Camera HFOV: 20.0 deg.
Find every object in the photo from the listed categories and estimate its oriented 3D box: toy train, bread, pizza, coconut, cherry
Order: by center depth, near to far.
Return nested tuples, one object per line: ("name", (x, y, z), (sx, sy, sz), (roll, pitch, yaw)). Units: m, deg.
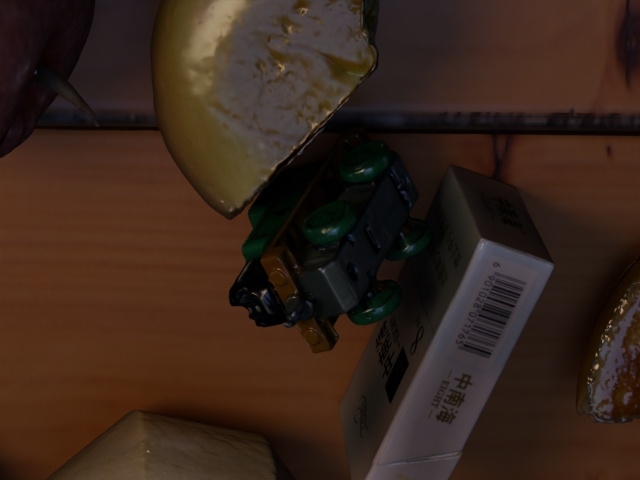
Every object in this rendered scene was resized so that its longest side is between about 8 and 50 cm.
("cherry", (-0.267, -0.154, 1.261), (0.285, 0.236, 0.212), (28, 104, 13))
("bread", (-0.038, -0.159, 1.336), (0.156, 0.158, 0.260), (41, 105, -9))
("toy train", (0.000, 0.000, 1.382), (0.136, 0.227, 0.091), (-12, 119, 33))
("coconut", (-0.126, 0.241, 1.471), (0.222, 0.202, 0.202), (11, 112, -12))
("pizza", (0.311, 0.093, 1.521), (0.193, 0.053, 0.201), (37, 94, -17))

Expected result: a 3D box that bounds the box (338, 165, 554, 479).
("box", (0.094, 0.081, 1.444), (0.067, 0.155, 0.243), (19, 112, -12))
